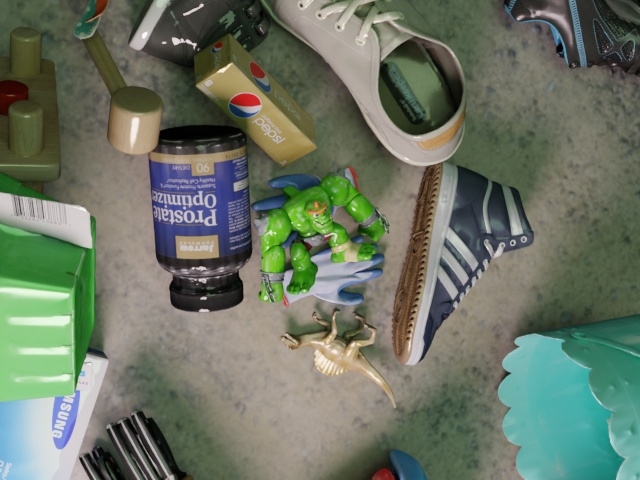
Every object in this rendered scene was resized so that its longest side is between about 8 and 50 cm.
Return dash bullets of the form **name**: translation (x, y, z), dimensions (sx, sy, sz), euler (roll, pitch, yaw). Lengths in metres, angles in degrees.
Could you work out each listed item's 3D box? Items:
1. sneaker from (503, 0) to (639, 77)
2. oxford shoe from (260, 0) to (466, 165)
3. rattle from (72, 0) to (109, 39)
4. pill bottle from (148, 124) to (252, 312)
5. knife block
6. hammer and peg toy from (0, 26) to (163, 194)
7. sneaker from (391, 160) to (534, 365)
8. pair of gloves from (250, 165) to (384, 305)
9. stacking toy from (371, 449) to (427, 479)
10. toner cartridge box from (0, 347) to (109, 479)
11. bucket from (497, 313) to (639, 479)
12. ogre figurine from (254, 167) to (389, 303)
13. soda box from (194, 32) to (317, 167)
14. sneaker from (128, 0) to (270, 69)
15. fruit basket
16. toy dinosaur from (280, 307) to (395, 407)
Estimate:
- **sneaker**: translation (0.411, -0.295, 1.510), dimensions (0.341, 0.125, 0.139), euler (33, 109, -17)
- **oxford shoe**: translation (0.043, -0.294, 1.367), dimensions (0.169, 0.130, 0.449), euler (-37, 91, -9)
- **rattle**: translation (-0.250, -0.337, 1.288), dimensions (0.143, 0.130, 0.199), euler (1, 51, -48)
- **pill bottle**: translation (-0.147, -0.028, 1.320), dimensions (0.123, 0.123, 0.219), euler (-7, 106, -16)
- **knife block**: translation (-0.172, 0.345, 1.306), dimensions (0.276, 0.088, 0.242), euler (15, 87, 4)
- **hammer and peg toy**: translation (-0.373, -0.145, 1.206), dimensions (0.361, 0.266, 0.127), euler (-1, 126, -17)
- **sneaker**: translation (0.195, 0.042, 1.443), dimensions (0.153, 0.099, 0.282), euler (14, 84, -14)
- **pair of gloves**: translation (0.000, 0.000, 1.425), dimensions (0.159, 0.023, 0.198), euler (-20, 96, -15)
- **stacking toy**: translation (0.010, 0.408, 1.381), dimensions (0.302, 0.175, 0.165), euler (-18, 98, -4)
- **toner cartridge box**: translation (-0.392, 0.282, 1.288), dimensions (0.165, 0.075, 0.347), euler (19, 85, -17)
- **bucket**: translation (0.386, 0.235, 1.420), dimensions (0.183, 0.281, 0.281), euler (-14, 95, -20)
- **ogre figurine**: translation (-0.010, -0.011, 1.367), dimensions (0.197, 0.097, 0.118), euler (-24, 114, -1)
- **soda box**: translation (-0.079, -0.172, 1.330), dimensions (0.058, 0.061, 0.181), euler (-29, 134, 21)
- **sneaker**: translation (-0.107, -0.335, 1.320), dimensions (0.147, 0.104, 0.295), euler (27, 109, -20)
- **fruit basket**: translation (-0.414, 0.034, 1.123), dimensions (0.353, 0.327, 0.165), euler (14, 47, 1)
- **toy dinosaur**: translation (0.037, 0.147, 1.432), dimensions (0.183, 0.053, 0.092), euler (28, 99, -8)
